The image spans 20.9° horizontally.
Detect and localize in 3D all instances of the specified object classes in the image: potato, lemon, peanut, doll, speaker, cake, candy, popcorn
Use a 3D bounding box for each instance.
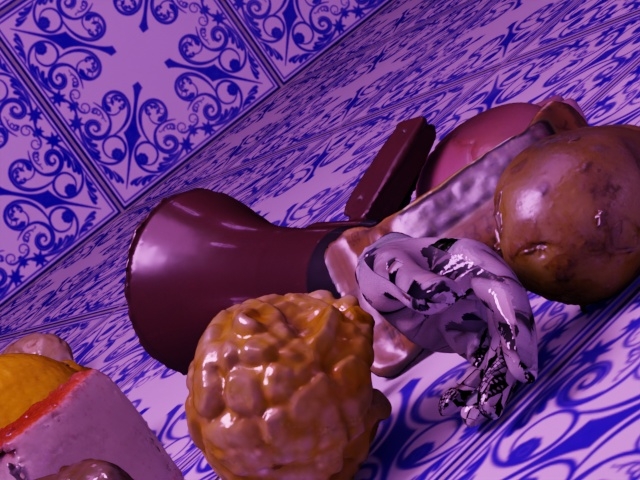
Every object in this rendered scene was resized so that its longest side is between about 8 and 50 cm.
[{"bbox_3d":[0.203,-0.027,1.312,0.137,0.137,0.176,-28,10,34],"label":"potato"},{"bbox_3d":[-0.306,0.208,1.699,0.256,0.188,0.188,-38,10,-37],"label":"lemon"},{"bbox_3d":[-0.426,0.200,2.365,0.229,0.098,0.103,-32,-16,30],"label":"peanut"},{"bbox_3d":[0.165,-0.076,1.732,0.211,0.093,0.262,-39,11,-5],"label":"doll"},{"bbox_3d":[0.001,0.020,1.707,0.329,0.198,0.259,-6,19,48],"label":"speaker"},{"bbox_3d":[-0.238,0.222,1.506,0.159,0.158,0.262,-38,9,-39],"label":"cake"},{"bbox_3d":[0.129,-0.006,1.469,0.271,0.143,0.101,-35,-32,10],"label":"candy"},{"bbox_3d":[-0.023,0.119,1.296,0.180,0.170,0.180,-51,18,24],"label":"popcorn"}]

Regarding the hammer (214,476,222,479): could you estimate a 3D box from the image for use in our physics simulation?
[{"bbox_3d":[-0.048,0.170,1.385,0.246,0.103,0.029,-54,16,-20],"label":"hammer"}]

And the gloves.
[{"bbox_3d":[0.105,0.054,1.258,0.111,0.127,0.212,-27,27,-24],"label":"gloves"}]

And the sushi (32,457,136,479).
[{"bbox_3d":[-0.131,0.229,0.958,0.225,0.219,0.238,-40,10,-5],"label":"sushi"}]
